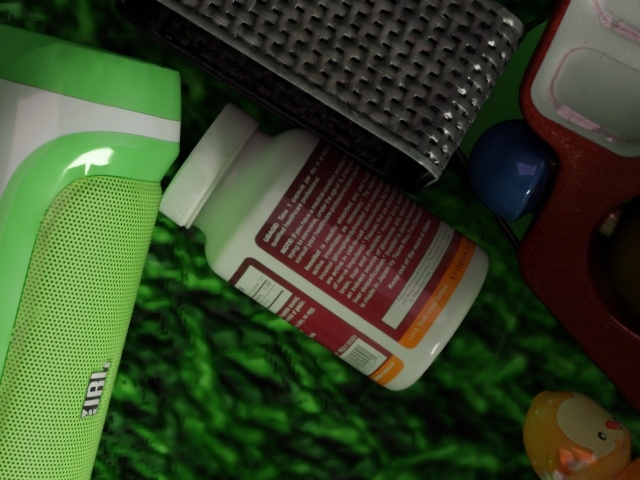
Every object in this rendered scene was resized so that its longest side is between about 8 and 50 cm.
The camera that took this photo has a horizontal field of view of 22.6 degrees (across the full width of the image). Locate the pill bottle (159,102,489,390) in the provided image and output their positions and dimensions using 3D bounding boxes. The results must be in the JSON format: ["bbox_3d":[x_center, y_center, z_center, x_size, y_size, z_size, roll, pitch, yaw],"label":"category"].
[{"bbox_3d":[0.000,0.000,0.789,0.152,0.086,0.086,35,85,-3],"label":"pill bottle"}]

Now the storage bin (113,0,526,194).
[{"bbox_3d":[-0.004,-0.106,0.772,0.180,0.122,0.084,32,86,-1],"label":"storage bin"}]

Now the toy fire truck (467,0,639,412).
[{"bbox_3d":[0.205,-0.029,0.734,0.254,0.302,0.169,30,45,9],"label":"toy fire truck"}]

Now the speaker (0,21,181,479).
[{"bbox_3d":[-0.152,0.052,0.739,0.131,0.131,0.296,14,95,-4],"label":"speaker"}]

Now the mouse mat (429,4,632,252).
[{"bbox_3d":[0.170,-0.063,0.847,0.189,0.007,0.153,-32,90,-6],"label":"mouse mat"}]

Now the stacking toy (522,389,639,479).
[{"bbox_3d":[0.196,0.192,0.748,0.166,0.175,0.302,-40,83,35],"label":"stacking toy"}]
